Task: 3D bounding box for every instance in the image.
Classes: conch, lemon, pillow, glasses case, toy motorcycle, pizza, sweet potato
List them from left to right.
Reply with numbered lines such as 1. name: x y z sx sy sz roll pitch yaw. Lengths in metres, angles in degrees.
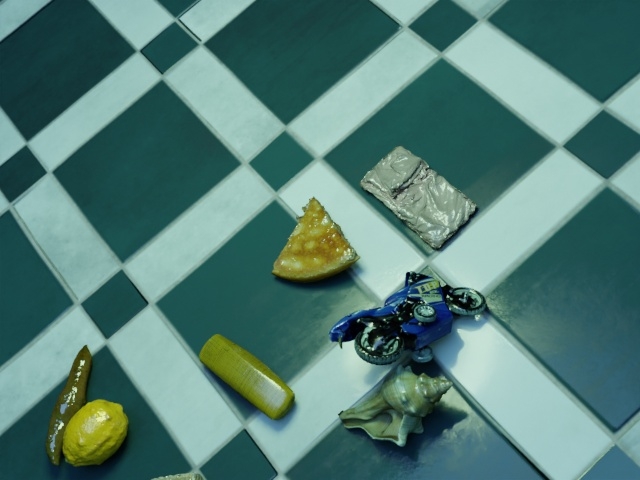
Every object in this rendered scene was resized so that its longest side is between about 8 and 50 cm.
1. sweet potato: -0.529 0.342 1.884 0.067 0.067 0.273 1 60 18
2. lemon: -0.460 0.394 1.805 0.114 0.114 0.155 38 85 29
3. glasses case: -0.149 0.273 1.792 0.234 0.064 0.079 33 80 28
4. pizza: 0.000 0.000 1.885 0.201 0.053 0.193 -4 65 28
5. conch: 0.156 0.318 1.660 0.234 0.114 0.137 -53 43 29
6. toy motorcycle: 0.166 0.142 1.705 0.315 0.113 0.169 -23 41 -30
7. pillow: 0.204 -0.100 1.875 0.135 0.049 0.248 -41 63 -10

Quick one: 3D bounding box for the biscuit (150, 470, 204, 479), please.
1. biscuit: -0.276 0.568 1.691 0.108 0.062 0.238 -13 61 14
